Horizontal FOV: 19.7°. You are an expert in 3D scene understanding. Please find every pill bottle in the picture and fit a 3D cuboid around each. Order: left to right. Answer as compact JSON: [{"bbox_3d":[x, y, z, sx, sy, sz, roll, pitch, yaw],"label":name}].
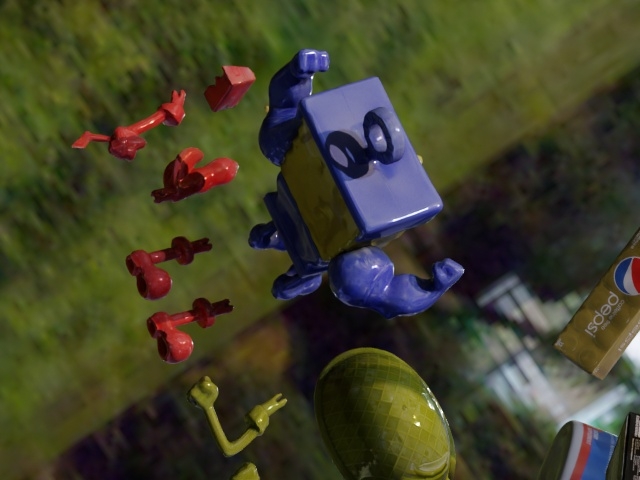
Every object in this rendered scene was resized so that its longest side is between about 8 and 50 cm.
[{"bbox_3d":[0.355,0.292,2.037,0.124,0.222,0.124,-159,-90,-87],"label":"pill bottle"}]

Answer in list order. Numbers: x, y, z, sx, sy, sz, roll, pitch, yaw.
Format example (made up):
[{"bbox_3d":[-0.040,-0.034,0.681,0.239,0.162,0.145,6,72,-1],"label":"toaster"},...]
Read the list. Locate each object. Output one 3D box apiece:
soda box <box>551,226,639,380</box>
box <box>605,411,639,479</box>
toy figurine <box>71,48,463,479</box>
[{"bbox_3d":[0.349,0.071,2.127,0.181,0.061,0.058,-54,156,5],"label":"soda box"},{"bbox_3d":[0.295,0.237,1.442,0.180,0.147,0.077,-74,176,-48],"label":"box"},{"bbox_3d":[0.000,0.000,1.265,0.191,0.362,0.217,-13,159,-32],"label":"toy figurine"}]
